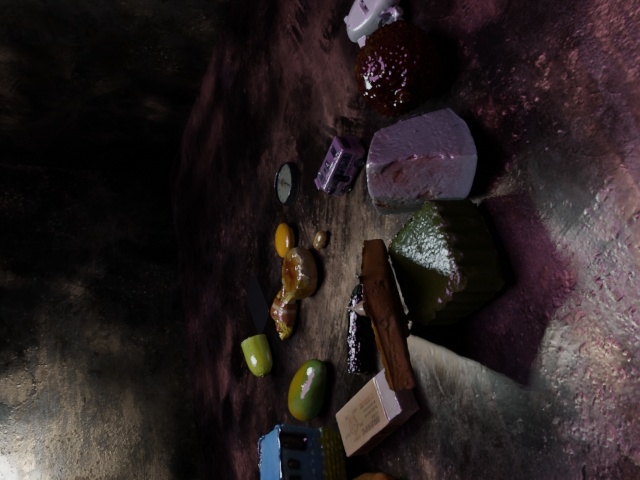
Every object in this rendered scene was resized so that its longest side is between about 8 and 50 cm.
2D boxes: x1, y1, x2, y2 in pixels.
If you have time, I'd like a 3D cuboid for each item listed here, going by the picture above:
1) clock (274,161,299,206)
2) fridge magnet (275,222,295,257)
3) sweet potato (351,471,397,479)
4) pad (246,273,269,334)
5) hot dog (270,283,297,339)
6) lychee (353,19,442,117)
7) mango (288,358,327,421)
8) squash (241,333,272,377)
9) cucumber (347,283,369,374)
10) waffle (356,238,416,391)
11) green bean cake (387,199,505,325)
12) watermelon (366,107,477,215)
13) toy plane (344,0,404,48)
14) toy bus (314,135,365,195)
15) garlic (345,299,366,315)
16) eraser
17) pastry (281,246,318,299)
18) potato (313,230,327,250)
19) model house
[{"bbox_3d":[-0.140,-0.231,2.337,0.184,0.040,0.184,-6,84,63],"label":"clock"},{"bbox_3d":[-0.145,-0.001,2.312,0.143,0.063,0.143,-178,90,-64],"label":"fridge magnet"},{"bbox_3d":[0.151,0.731,1.680,0.292,0.097,0.097,133,132,-58],"label":"sweet potato"},{"bbox_3d":[-0.294,0.298,2.650,0.267,0.004,0.181,62,141,44],"label":"pad"},{"bbox_3d":[-0.148,0.277,2.273,0.123,0.093,0.261,20,107,61],"label":"hot dog"},{"bbox_3d":[0.201,-0.452,1.495,0.236,0.236,0.271,122,160,-45],"label":"lychee"},{"bbox_3d":[-0.046,0.529,2.042,0.156,0.114,0.251,-128,45,-61],"label":"mango"},{"bbox_3d":[-0.265,0.505,2.468,0.123,0.123,0.186,-62,41,41],"label":"squash"},{"bbox_3d":[0.120,0.273,1.788,0.072,0.072,0.300,-8,80,62],"label":"cucumber"},{"bbox_3d":[0.162,0.171,1.428,0.348,0.078,0.304,-73,-31,-72],"label":"waffle"},{"bbox_3d":[0.295,0.055,1.360,0.247,0.156,0.249,-56,42,49],"label":"green bean cake"},{"bbox_3d":[0.212,-0.189,1.423,0.387,0.258,0.228,-23,71,56],"label":"watermelon"},{"bbox_3d":[0.161,-0.688,1.693,0.267,0.123,0.266,29,129,44],"label":"toy plane"},{"bbox_3d":[0.063,-0.242,1.872,0.199,0.108,0.096,-63,37,39],"label":"toy bus"},{"bbox_3d":[0.154,0.200,1.709,0.152,0.084,0.066,3,69,61],"label":"garlic"},{"bbox_3d":[0.160,0.508,1.688,0.343,0.078,0.144,-57,41,44],"label":"eraser"},{"bbox_3d":[-0.074,0.124,2.138,0.182,0.093,0.192,-120,36,-43],"label":"pastry"},{"bbox_3d":[0.000,0.000,2.058,0.051,0.040,0.083,58,141,32],"label":"potato"},{"bbox_3d":[-0.043,0.742,1.845,0.215,0.303,0.237,-47,37,42],"label":"model house"}]
